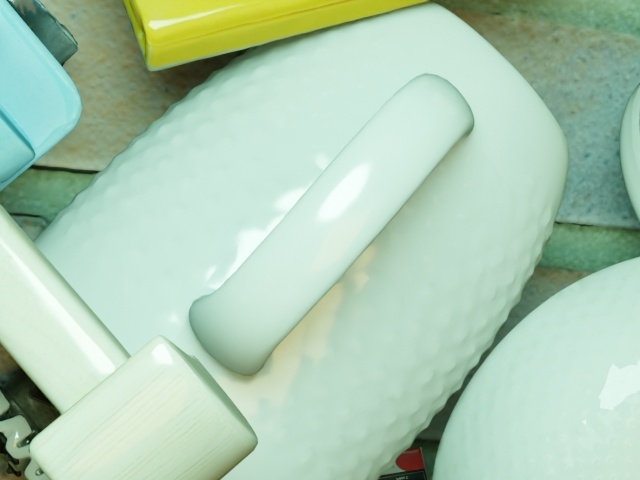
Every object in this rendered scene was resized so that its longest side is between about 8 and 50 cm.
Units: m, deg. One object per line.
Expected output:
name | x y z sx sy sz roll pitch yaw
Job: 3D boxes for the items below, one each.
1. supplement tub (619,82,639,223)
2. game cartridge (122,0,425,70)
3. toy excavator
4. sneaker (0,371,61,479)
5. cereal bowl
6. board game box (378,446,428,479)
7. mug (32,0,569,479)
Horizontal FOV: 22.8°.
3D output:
supplement tub | 0.400 -0.094 1.119 0.235 0.235 0.325 28 139 -24
game cartridge | -0.001 -0.277 1.021 0.324 0.052 0.285 -17 73 -12
toy excavator | -0.232 -0.061 0.858 0.222 0.445 0.433 -40 105 -3
sneaker | -0.150 0.180 1.140 0.106 0.078 0.234 -33 78 -18
cereal bowl | 0.252 0.184 1.066 0.339 0.141 0.338 -6 115 -14
board game box | -0.051 0.275 1.202 0.305 0.053 0.192 -7 72 -17
mug | 0.000 0.000 1.020 0.276 0.374 0.328 44 84 1
